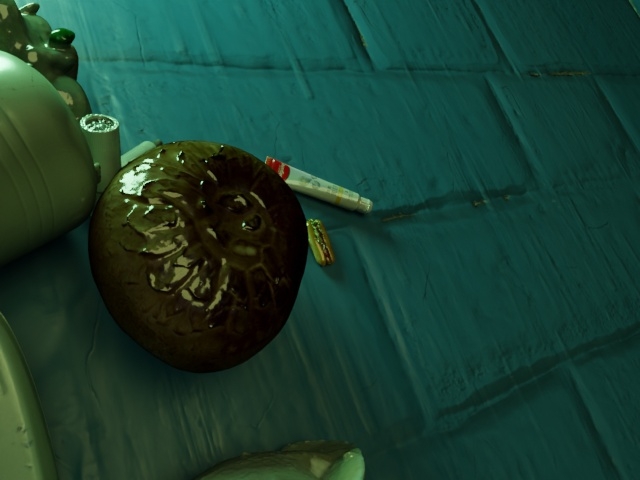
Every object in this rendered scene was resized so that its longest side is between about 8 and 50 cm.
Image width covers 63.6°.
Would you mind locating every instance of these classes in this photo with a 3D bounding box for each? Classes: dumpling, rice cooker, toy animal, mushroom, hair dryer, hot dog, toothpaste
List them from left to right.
[{"bbox_3d":[-0.375,-0.065,0.515,0.226,0.226,0.244,46,47,0],"label":"rice cooker"},{"bbox_3d":[-0.358,-0.189,0.668,0.251,0.127,0.125,60,37,-5],"label":"toy animal"},{"bbox_3d":[-0.247,-0.119,0.673,0.044,0.154,0.183,17,41,-1],"label":"hair dryer"},{"bbox_3d":[-0.124,0.010,0.612,0.278,0.163,0.297,36,44,-36],"label":"mushroom"},{"bbox_3d":[-0.054,0.283,0.507,0.175,0.227,0.243,38,48,-26],"label":"dumpling"},{"bbox_3d":[-0.003,-0.085,0.845,0.191,0.031,0.048,19,61,-16],"label":"toothpaste"},{"bbox_3d":[0.000,0.000,0.807,0.037,0.021,0.083,-14,74,-34],"label":"hot dog"}]

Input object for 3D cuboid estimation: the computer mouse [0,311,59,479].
[{"bbox_3d":[-0.333,0.196,0.465,0.160,0.097,0.288,-17,87,-23],"label":"computer mouse"}]
